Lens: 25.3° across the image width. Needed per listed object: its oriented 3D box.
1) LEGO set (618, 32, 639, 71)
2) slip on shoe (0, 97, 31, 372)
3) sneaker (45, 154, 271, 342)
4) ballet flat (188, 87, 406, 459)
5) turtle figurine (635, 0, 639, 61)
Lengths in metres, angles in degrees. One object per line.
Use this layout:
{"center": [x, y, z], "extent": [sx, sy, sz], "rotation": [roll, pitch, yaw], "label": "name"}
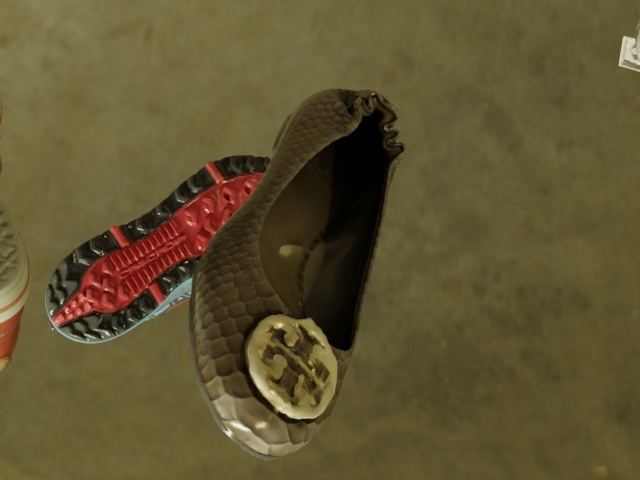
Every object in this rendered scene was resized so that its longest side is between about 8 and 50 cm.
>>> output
{"center": [0.290, -0.060, 0.821], "extent": [0.227, 0.093, 0.087], "rotation": [23, 120, 35], "label": "LEGO set"}
{"center": [-0.269, -0.029, 0.979], "extent": [0.123, 0.331, 0.101], "rotation": [-7, 131, -21], "label": "slip on shoe"}
{"center": [-0.126, 0.005, 1.257], "extent": [0.262, 0.125, 0.104], "rotation": [-24, 89, -16], "label": "sneaker"}
{"center": [0.000, 0.000, 0.666], "extent": [0.058, 0.250, 0.084], "rotation": [-27, 114, 29], "label": "ballet flat"}
{"center": [0.158, -0.097, 0.416], "extent": [0.175, 0.118, 0.234], "rotation": [-20, 122, -12], "label": "turtle figurine"}
